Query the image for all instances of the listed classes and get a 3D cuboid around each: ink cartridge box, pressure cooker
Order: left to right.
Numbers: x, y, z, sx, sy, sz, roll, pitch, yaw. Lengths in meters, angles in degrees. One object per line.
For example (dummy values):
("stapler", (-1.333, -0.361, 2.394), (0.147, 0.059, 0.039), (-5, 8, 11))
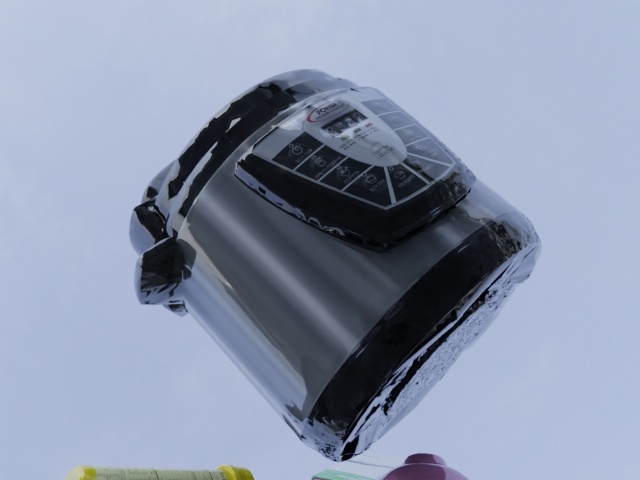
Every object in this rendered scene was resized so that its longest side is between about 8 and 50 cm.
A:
("pressure cooker", (-0.002, 0.005, 0.773), (0.420, 0.370, 0.375), (44, -81, 23))
("ink cartridge box", (0.089, 0.575, 1.300), (0.121, 0.289, 0.211), (0, -96, 27))

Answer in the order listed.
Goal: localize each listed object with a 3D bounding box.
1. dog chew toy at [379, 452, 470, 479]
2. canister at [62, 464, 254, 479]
("dog chew toy", (0.107, 0.382, 0.616), (0.206, 0.207, 0.332), (11, -127, -9))
("canister", (-0.144, 0.267, 0.561), (0.169, 0.073, 0.126), (17, -132, -35))
